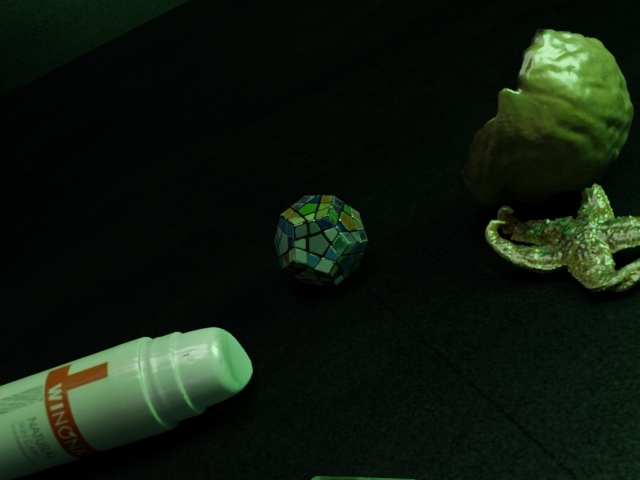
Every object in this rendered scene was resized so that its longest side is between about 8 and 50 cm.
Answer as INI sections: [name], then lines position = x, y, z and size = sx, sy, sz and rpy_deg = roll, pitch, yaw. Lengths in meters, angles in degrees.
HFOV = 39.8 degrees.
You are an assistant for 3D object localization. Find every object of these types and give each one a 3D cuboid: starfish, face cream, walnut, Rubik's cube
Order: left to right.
[face cream]
position = -0.244, 0.173, 0.913
size = 0.346, 0.102, 0.102
rpy_deg = -20, 30, 9
[Rubik's cube]
position = 0.000, 0.000, 1.031
size = 0.111, 0.111, 0.093
rpy_deg = -21, 2, 4
[walnut]
position = 0.268, -0.134, 0.980
size = 0.141, 0.204, 0.238
rpy_deg = 31, 63, 18
[starfish]
position = 0.276, 0.002, 0.905
size = 0.210, 0.053, 0.150
rpy_deg = -3, 48, 24

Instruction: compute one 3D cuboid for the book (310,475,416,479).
[book]
position = 0.014, 0.245, 0.703
size = 0.103, 0.017, 0.135
rpy_deg = -6, 34, 26
